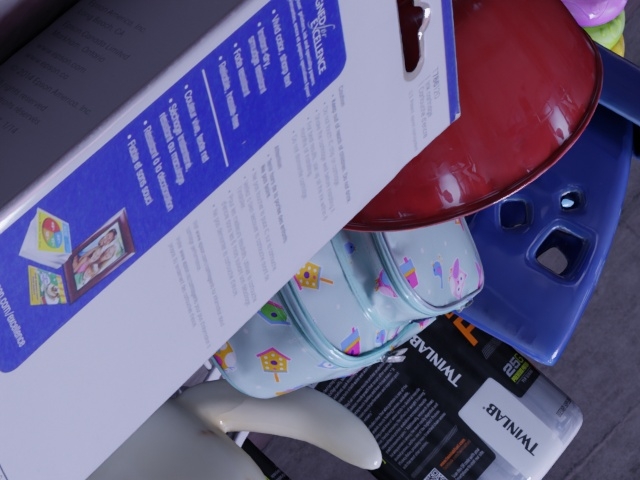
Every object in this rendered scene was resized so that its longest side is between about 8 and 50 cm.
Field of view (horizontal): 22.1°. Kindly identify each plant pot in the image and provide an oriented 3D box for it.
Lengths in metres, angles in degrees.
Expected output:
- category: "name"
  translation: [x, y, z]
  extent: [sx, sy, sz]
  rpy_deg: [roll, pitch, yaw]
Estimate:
- category: "plant pot"
  translation: [0.122, -0.058, 1.198]
  extent: [0.212, 0.236, 0.236]
  rpy_deg: [-59, 174, 2]

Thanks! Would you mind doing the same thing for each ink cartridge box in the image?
- category: "ink cartridge box"
  translation: [-0.072, -0.016, 0.656]
  extent: [0.332, 0.065, 0.165]
  rpy_deg: [-43, 147, -25]

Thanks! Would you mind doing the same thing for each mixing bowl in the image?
- category: "mixing bowl"
  translation: [0.043, -0.101, 0.831]
  extent: [0.181, 0.181, 0.098]
  rpy_deg: [-45, 133, -21]

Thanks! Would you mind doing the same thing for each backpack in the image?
- category: "backpack"
  translation: [0.000, 0.000, 0.965]
  extent: [0.144, 0.166, 0.188]
  rpy_deg: [-17, -174, 36]

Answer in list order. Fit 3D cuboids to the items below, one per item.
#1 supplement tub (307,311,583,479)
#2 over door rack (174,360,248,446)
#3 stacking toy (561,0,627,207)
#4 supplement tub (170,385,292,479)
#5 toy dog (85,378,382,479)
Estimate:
- category: "supplement tub"
  translation: [0.097, 0.153, 1.777]
  extent: [0.207, 0.338, 0.207]
  rpy_deg: [-47, 174, -7]
- category: "over door rack"
  translation: [-0.132, 0.202, 1.265]
  extent: [0.324, 0.108, 0.239]
  rpy_deg: [-46, 149, -15]
- category: "stacking toy"
  translation: [0.191, -0.187, 1.326]
  extent: [0.302, 0.165, 0.175]
  rpy_deg: [107, 8, -49]
- category: "supplement tub"
  translation: [-0.087, 0.312, 1.615]
  extent: [0.193, 0.316, 0.193]
  rpy_deg: [-47, 173, -8]
- category: "toy dog"
  translation: [-0.074, 0.321, 0.979]
  extent: [0.395, 0.408, 0.284]
  rpy_deg: [-31, 160, -20]
